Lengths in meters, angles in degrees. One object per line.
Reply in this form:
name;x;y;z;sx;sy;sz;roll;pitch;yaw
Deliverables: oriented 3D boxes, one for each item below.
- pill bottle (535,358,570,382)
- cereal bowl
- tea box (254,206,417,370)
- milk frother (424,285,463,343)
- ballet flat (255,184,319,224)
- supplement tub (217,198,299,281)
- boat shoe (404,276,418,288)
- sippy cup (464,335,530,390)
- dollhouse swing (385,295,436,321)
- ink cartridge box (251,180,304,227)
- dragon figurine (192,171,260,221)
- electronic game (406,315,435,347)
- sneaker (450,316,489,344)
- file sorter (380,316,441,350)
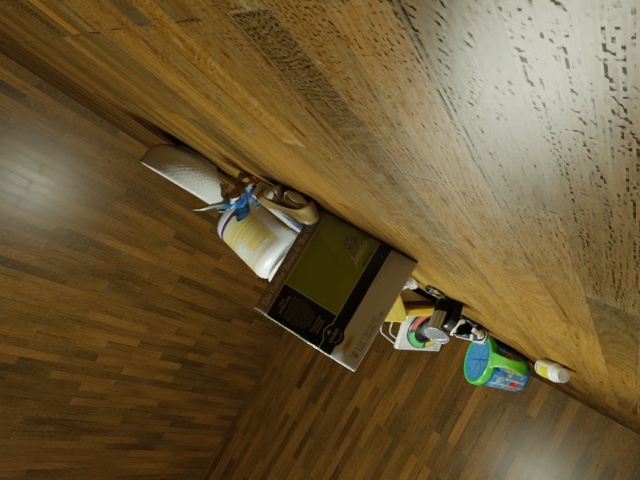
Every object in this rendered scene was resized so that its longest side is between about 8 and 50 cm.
pill bottle;0.811;0.456;1.399;0.065;0.065;0.116;31;176;0
cereal bowl;-0.505;-0.267;1.547;0.339;0.141;0.339;30;175;3
tea box;0.048;0.135;1.154;0.323;0.329;0.220;31;176;10
milk frother;0.390;0.243;1.345;0.143;0.135;0.129;27;144;13
ballet flat;-0.095;-0.116;1.098;0.232;0.080;0.073;25;145;32
supplement tub;-0.220;-0.003;1.601;0.331;0.241;0.241;43;179;14
boat shoe;0.280;0.140;1.398;0.066;0.063;0.184;27;174;42
sippy cup;0.822;0.581;1.849;0.224;0.240;0.305;21;-161;-2
dollhouse swing;0.325;0.191;1.705;0.347;0.304;0.315;117;135;-86
ink cartridge box;-0.088;-0.083;1.350;0.165;0.065;0.333;29;174;21
dragon figurine;-0.266;-0.118;1.258;0.085;0.289;0.144;27;137;15
electronic game;0.502;0.406;1.857;0.229;0.229;0.048;34;-169;-34
sneaker;0.572;0.356;1.687;0.153;0.094;0.235;36;173;-40
file sorter;0.461;0.416;1.987;0.277;0.193;0.173;11;-171;-28
